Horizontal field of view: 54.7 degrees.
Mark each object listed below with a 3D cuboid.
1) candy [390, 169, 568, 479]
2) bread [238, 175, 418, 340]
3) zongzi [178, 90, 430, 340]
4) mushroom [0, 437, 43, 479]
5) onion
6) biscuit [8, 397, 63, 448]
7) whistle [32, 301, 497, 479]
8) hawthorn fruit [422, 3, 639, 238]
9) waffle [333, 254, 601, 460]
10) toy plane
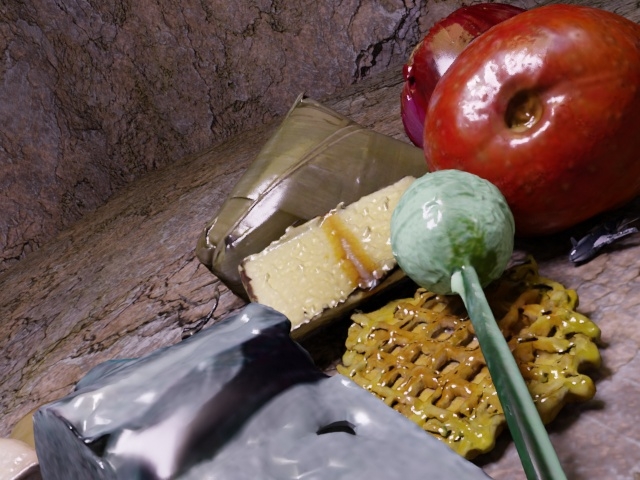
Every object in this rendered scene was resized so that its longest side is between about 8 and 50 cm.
[{"bbox_3d":[0.130,0.082,0.474,0.119,0.119,0.440,-23,33,14],"label":"candy"},{"bbox_3d":[0.037,0.033,0.763,0.266,0.142,0.178,-25,50,-5],"label":"bread"},{"bbox_3d":[0.000,0.000,0.936,0.418,0.181,0.447,22,67,28],"label":"zongzi"},{"bbox_3d":[-0.299,0.312,0.533,0.173,0.162,0.236,17,45,26],"label":"mushroom"},{"bbox_3d":[0.253,-0.242,0.999,0.276,0.276,0.276,-25,19,9],"label":"onion"},{"bbox_3d":[-0.434,0.321,0.770,0.236,0.062,0.291,-27,21,1],"label":"biscuit"},{"bbox_3d":[-0.045,0.150,0.398,0.168,0.188,0.404,-24,3,-40],"label":"whistle"},{"bbox_3d":[0.255,-0.129,0.706,0.284,0.284,0.284,-25,19,9],"label":"hawthorn fruit"},{"bbox_3d":[0.127,0.105,0.582,0.245,0.052,0.254,-23,21,11],"label":"waffle"},{"bbox_3d":[0.297,-0.004,0.660,0.083,0.031,0.078,-28,3,-9],"label":"toy plane"}]
